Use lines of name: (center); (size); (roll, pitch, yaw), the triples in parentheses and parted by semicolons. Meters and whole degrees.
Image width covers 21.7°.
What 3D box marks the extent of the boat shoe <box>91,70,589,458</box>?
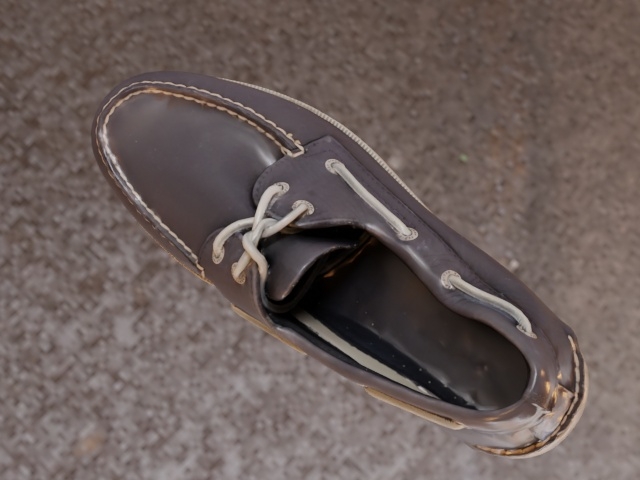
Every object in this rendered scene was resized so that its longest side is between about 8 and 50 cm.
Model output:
boat shoe: (0.000, 0.000, 0.565); (0.075, 0.206, 0.065); (-55, 164, 2)
